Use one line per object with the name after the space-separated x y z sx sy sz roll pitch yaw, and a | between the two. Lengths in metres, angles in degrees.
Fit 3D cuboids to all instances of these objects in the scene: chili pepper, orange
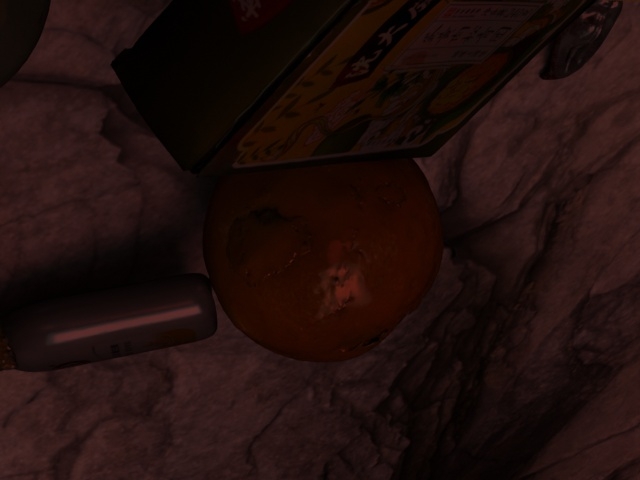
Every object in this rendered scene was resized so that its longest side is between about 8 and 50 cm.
0.276 -0.221 2.055 0.050 0.041 0.153 29 122 -1 | chili pepper
0.000 0.000 1.957 0.246 0.246 0.246 -18 140 -16 | orange

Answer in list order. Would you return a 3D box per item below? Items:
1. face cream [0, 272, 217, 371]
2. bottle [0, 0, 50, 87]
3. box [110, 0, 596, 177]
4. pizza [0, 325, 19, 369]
-0.252 0.092 2.001 0.291 0.071 0.144 -10 169 -8 | face cream
-0.367 -0.246 1.505 0.168 0.168 0.347 -38 141 10 | bottle
0.080 -0.227 1.708 0.373 0.138 0.420 -43 162 29 | box
-0.413 0.083 1.870 0.323 0.089 0.223 -25 149 23 | pizza
